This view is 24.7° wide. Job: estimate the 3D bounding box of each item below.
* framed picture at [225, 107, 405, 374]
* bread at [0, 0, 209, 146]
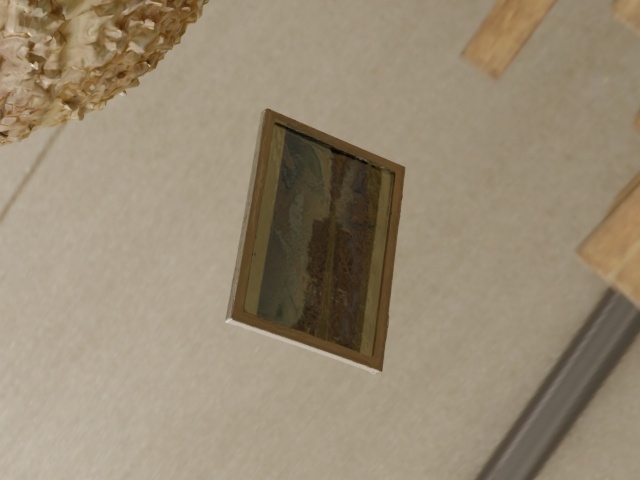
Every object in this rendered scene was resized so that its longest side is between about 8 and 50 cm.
[{"bbox_3d":[0.000,0.000,0.918,0.109,0.011,0.149,21,-119,-25],"label":"framed picture"},{"bbox_3d":[-0.157,-0.163,0.568,0.306,0.305,0.158,5,-147,-21],"label":"bread"}]
